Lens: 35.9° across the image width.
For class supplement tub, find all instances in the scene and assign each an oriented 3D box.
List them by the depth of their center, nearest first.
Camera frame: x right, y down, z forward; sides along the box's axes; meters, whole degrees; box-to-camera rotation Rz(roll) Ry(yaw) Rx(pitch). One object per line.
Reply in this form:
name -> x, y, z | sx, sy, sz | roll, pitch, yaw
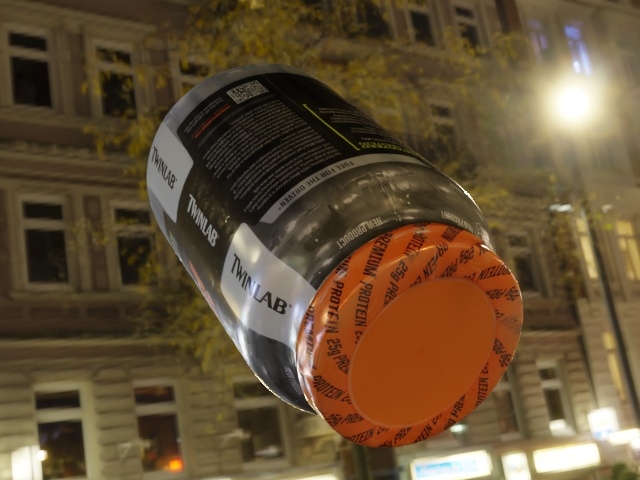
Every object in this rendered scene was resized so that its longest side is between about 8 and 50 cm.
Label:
supplement tub -> 0.000, 0.000, 0.793 | 0.207, 0.338, 0.207 | -12, -59, -21
